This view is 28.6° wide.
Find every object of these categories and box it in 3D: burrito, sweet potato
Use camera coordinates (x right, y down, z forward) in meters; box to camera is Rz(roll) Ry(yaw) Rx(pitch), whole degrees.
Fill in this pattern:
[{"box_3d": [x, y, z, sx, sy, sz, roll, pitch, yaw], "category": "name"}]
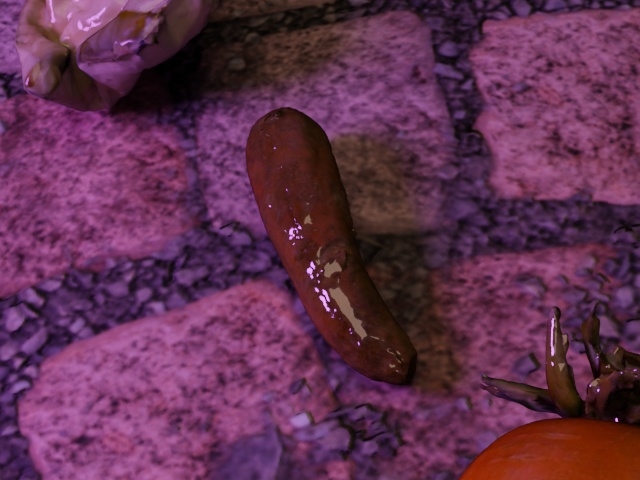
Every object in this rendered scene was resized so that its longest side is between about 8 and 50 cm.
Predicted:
[{"box_3d": [-0.190, -0.252, 1.147, 0.190, 0.135, 0.332, -20, 54, 4], "category": "burrito"}, {"box_3d": [0.000, 0.000, 0.957, 0.075, 0.075, 0.273, -19, 53, -6], "category": "sweet potato"}]

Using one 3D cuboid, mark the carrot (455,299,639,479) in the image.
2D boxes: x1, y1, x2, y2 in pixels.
[{"box_3d": [0.147, 0.208, 0.690, 0.193, 0.214, 0.331, 22, 62, 3], "category": "carrot"}]
